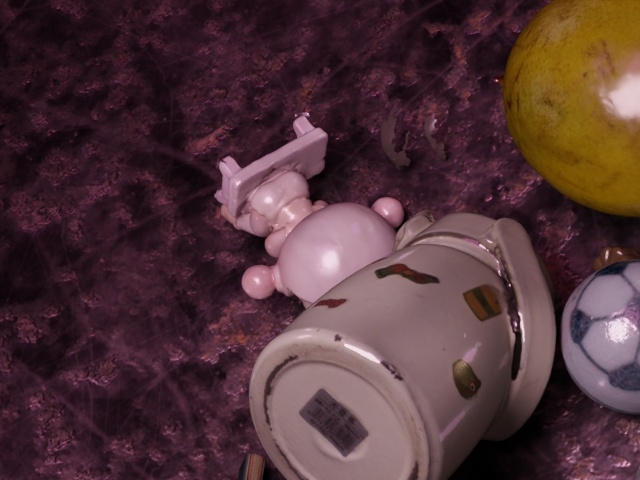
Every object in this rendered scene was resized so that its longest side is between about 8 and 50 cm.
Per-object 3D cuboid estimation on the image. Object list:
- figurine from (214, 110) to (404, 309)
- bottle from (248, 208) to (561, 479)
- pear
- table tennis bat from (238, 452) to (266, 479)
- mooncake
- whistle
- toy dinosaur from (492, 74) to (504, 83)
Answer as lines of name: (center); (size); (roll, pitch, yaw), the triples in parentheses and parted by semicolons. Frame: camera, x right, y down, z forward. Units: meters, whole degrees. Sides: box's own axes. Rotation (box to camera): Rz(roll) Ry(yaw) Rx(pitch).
figurine: (0.005, -0.009, 2.047); (0.257, 0.182, 0.144); (44, 129, 32)
bottle: (0.111, 0.104, 1.844); (0.229, 0.229, 0.352); (10, 31, 31)
pear: (0.320, -0.147, 1.895); (0.253, 0.253, 0.307); (-51, 42, -8)
table tennis bat: (-0.084, 0.335, 1.889); (0.301, 0.022, 0.173); (-84, 17, -49)
mooncake: (0.205, -0.042, 2.006); (0.347, 0.057, 0.150); (15, 94, 38)
whistle: (0.292, 0.124, 1.802); (0.163, 0.163, 0.289); (9, 66, 31)
toy dinosaur: (0.380, -0.316, 2.059); (0.432, 0.097, 0.208); (-19, 65, 21)
